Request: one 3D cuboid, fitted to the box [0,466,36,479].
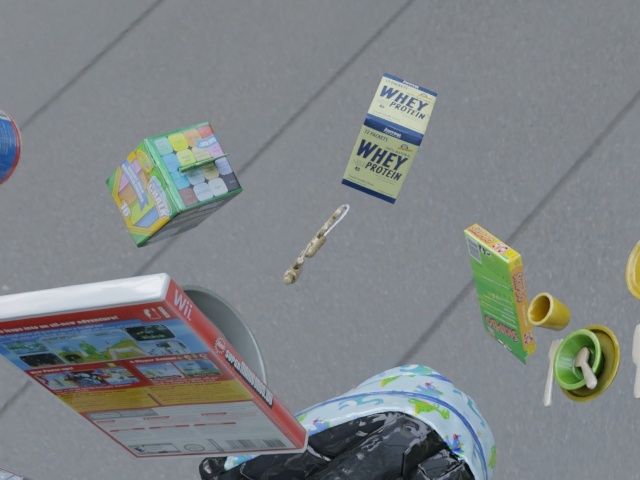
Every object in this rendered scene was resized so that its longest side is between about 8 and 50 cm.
[{"bbox_3d":[-0.378,0.200,0.777,0.233,0.159,0.044,22,69,-4],"label":"box"}]

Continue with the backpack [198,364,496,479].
[{"bbox_3d":[0.064,0.324,1.161,0.355,0.273,0.290,-37,87,37],"label":"backpack"}]

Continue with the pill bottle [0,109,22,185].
[{"bbox_3d":[-0.511,-0.133,1.136,0.124,0.221,0.124,0,91,15],"label":"pill bottle"}]

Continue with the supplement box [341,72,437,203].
[{"bbox_3d":[0.066,-0.098,0.811,0.056,0.083,0.083,21,44,1],"label":"supplement box"}]

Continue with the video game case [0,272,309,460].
[{"bbox_3d":[-0.157,0.129,0.775,0.204,0.285,0.025,-8,51,21],"label":"video game case"}]

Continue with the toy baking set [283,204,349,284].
[{"bbox_3d":[-0.005,0.005,1.791,0.030,0.256,0.197,40,98,-1],"label":"toy baking set"}]

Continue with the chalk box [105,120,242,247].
[{"bbox_3d":[-0.227,-0.099,1.367,0.132,0.213,0.132,-23,83,-42],"label":"chalk box"}]

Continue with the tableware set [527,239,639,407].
[{"bbox_3d":[0.177,0.038,0.486,0.154,0.024,0.104,-27,43,57],"label":"tableware set"}]

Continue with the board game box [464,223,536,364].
[{"bbox_3d":[0.323,0.101,1.521,0.039,0.260,0.124,-28,38,-15],"label":"board game box"}]

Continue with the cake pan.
[{"bbox_3d":[-0.206,0.221,1.464,0.054,0.293,0.293,-27,54,30],"label":"cake pan"}]
